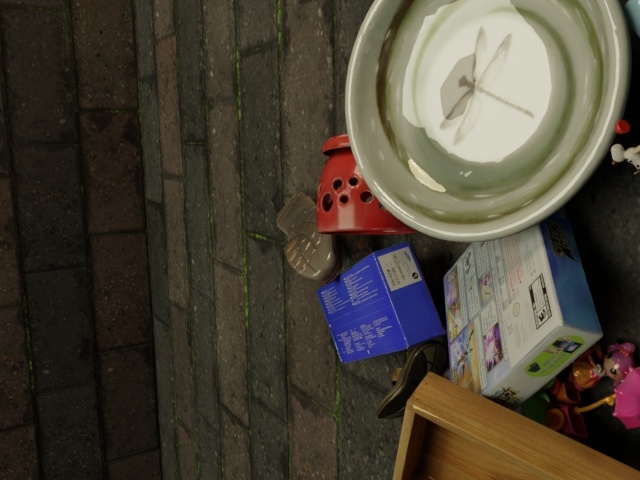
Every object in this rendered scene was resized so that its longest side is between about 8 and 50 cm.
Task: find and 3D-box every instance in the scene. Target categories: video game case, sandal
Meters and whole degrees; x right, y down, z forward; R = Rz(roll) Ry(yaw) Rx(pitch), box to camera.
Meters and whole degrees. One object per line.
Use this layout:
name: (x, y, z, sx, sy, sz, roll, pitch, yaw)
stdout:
video game case: (0.258, 0.083, 0.870, 0.269, 0.061, 0.244, -83, 16, -45)
sandal: (0.163, 0.251, 1.159, 0.060, 0.090, 0.219, -107, 26, -50)

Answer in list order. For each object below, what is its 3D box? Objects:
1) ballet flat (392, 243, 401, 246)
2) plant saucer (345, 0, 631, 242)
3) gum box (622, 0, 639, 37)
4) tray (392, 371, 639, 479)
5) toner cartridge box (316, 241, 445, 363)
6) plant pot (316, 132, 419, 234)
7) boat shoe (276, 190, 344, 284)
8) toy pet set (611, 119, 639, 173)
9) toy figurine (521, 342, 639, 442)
ballet flat: (0.161, 0.087, 1.159, 0.052, 0.057, 0.168, 81, 171, -66)
plant saucer: (0.212, -0.199, 0.840, 0.401, 0.101, 0.400, 4, 97, 44)
gum box: (0.421, -0.238, 0.624, 0.157, 0.041, 0.184, 57, 143, 11)
tray: (0.291, 0.336, 0.771, 0.411, 0.076, 0.202, 23, 129, 27)
toner cartridge box: (0.095, 0.127, 1.169, 0.348, 0.075, 0.165, 138, 115, -69)
plant pot: (0.089, -0.097, 1.113, 0.191, 0.191, 0.174, 1, 90, 59)
boat shoe: (0.000, 0.000, 1.304, 0.123, 0.116, 0.324, -45, 26, 13)
toy pet set: (0.379, -0.105, 0.713, 0.114, 0.122, 0.065, 49, 155, 4)
toy figurine: (0.360, 0.184, 0.816, 0.159, 0.130, 0.173, -31, 44, 43)
